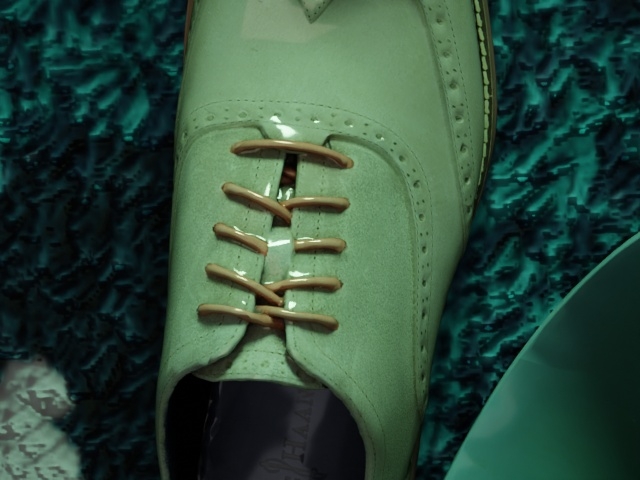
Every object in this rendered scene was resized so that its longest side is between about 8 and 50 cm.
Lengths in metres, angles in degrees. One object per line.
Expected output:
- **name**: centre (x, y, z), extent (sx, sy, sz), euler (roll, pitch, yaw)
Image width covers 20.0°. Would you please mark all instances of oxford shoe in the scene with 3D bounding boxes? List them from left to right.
- **oxford shoe**: centre (0.000, 0.000, 0.766), extent (0.140, 0.146, 0.397), euler (3, 103, 7)

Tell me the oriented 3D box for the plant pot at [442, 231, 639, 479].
- **plant pot**: centre (0.193, 0.166, 0.723), extent (0.235, 0.293, 0.293), euler (27, 106, -14)
